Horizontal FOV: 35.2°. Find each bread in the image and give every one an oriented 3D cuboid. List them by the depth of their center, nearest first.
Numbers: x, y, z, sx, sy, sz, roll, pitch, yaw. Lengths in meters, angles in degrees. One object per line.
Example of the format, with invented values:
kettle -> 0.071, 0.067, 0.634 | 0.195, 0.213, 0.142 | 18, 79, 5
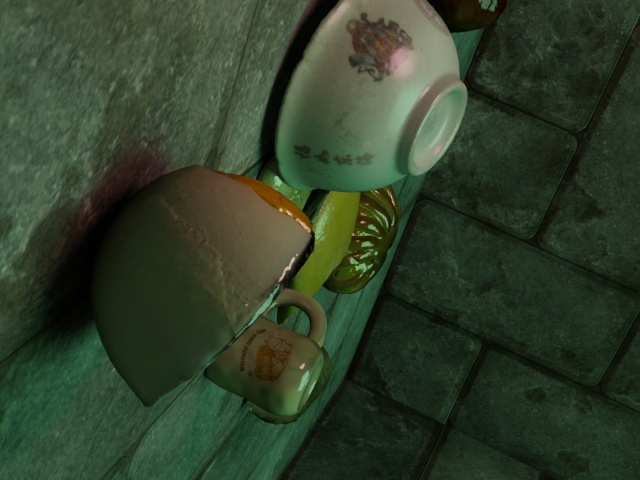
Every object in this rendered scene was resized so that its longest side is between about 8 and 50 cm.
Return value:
bread -> -0.048, -0.128, 1.919 | 0.316, 0.054, 0.316 | -59, 169, -19
bread -> 0.112, -0.006, 2.701 | 0.333, 0.160, 0.333 | -61, 167, -24

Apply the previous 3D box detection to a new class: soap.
soap -> 0.003, 0.002, 2.300 | 0.306, 0.115, 0.427 | -54, 165, -35

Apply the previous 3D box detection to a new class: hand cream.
hand cream -> -0.047, -0.024, 2.078 | 0.235, 0.055, 0.086 | -60, -146, 14

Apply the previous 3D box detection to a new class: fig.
fig -> 0.325, -0.594, 2.554 | 0.290, 0.190, 0.190 | -19, -155, 40

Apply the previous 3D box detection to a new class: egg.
egg -> -0.173, 0.031, 1.247 | 0.337, 0.201, 0.337 | -45, -173, 8

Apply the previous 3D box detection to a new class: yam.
yam -> -0.072, 0.368, 2.679 | 0.168, 0.168, 0.304 | -69, 167, 20

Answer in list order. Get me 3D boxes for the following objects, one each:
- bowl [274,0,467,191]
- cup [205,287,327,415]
bowl -> 0.128, -0.235, 1.765 | 0.435, 0.196, 0.434 | -44, 153, -30
cup -> -0.095, 0.235, 2.115 | 0.255, 0.202, 0.173 | -52, 163, -52
